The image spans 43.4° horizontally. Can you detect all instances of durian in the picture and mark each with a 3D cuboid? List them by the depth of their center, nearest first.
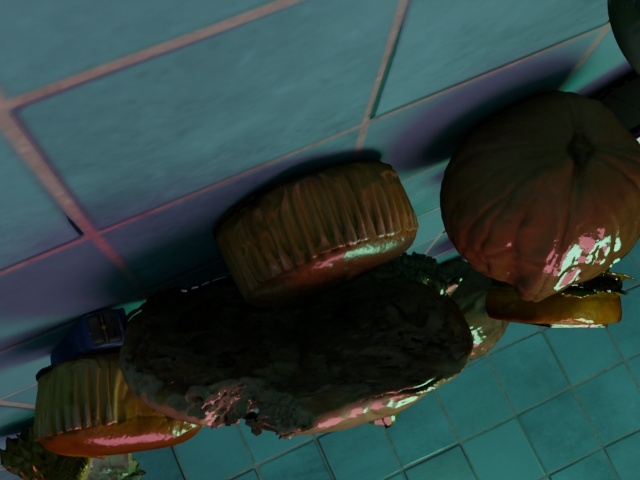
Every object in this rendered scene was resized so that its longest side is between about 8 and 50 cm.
[{"bbox_3d":[-0.448,0.368,1.403,0.195,0.185,0.305,-1,179,10],"label":"durian"}]

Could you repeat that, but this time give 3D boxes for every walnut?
[{"bbox_3d":[0.240,-0.044,0.870,0.228,0.228,0.228,-24,168,-5],"label":"walnut"},{"bbox_3d":[0.314,0.173,1.899,0.273,0.273,0.227,-20,136,-25],"label":"walnut"}]

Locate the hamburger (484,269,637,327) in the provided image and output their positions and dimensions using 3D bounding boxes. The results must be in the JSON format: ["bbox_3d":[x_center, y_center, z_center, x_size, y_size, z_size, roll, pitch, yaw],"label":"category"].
[{"bbox_3d":[0.453,0.054,1.567,0.291,0.225,0.291,4,178,0],"label":"hamburger"}]

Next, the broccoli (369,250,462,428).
[{"bbox_3d":[0.063,0.131,1.141,0.288,0.245,0.248,-2,-158,-10],"label":"broccoli"}]

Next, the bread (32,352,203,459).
[{"bbox_3d":[-0.225,0.190,0.913,0.190,0.114,0.132,7,155,-31],"label":"bread"}]

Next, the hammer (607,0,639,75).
[{"bbox_3d":[0.353,-0.205,0.663,0.206,0.119,0.335,-31,174,25],"label":"hammer"}]

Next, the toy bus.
[{"bbox_3d":[-0.268,0.126,0.934,0.061,0.051,0.153,-9,161,-36],"label":"toy bus"}]

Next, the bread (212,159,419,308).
[{"bbox_3d":[0.000,0.000,0.804,0.199,0.104,0.199,-23,170,-4],"label":"bread"}]

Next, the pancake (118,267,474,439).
[{"bbox_3d":[-0.028,0.103,0.853,0.382,0.071,0.382,-2,-163,1],"label":"pancake"}]

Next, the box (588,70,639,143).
[{"bbox_3d":[0.350,-0.088,1.038,0.310,0.084,0.198,-30,146,24],"label":"box"}]
